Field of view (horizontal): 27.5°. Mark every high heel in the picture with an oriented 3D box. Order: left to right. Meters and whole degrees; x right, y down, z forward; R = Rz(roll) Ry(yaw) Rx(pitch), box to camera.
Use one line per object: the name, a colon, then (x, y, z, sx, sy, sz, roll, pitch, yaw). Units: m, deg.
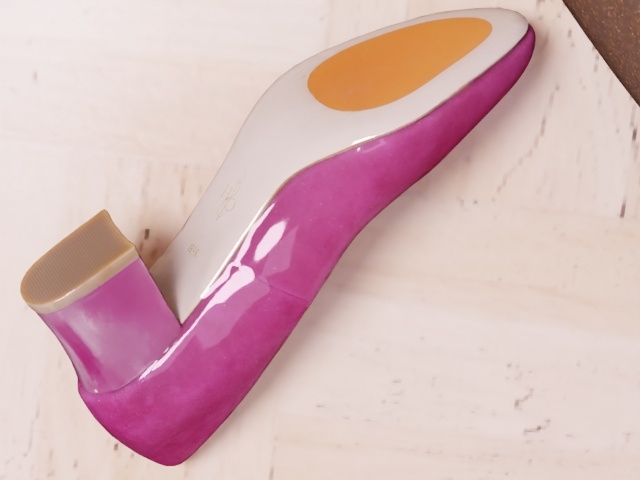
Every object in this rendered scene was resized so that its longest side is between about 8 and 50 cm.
high heel: (0.000, 0.000, 0.565, 0.244, 0.082, 0.117, -36, 128, -10)

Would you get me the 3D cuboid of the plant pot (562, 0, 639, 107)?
plant pot: (0.205, -0.083, 0.491, 0.230, 0.215, 0.215, 37, 96, 10)
